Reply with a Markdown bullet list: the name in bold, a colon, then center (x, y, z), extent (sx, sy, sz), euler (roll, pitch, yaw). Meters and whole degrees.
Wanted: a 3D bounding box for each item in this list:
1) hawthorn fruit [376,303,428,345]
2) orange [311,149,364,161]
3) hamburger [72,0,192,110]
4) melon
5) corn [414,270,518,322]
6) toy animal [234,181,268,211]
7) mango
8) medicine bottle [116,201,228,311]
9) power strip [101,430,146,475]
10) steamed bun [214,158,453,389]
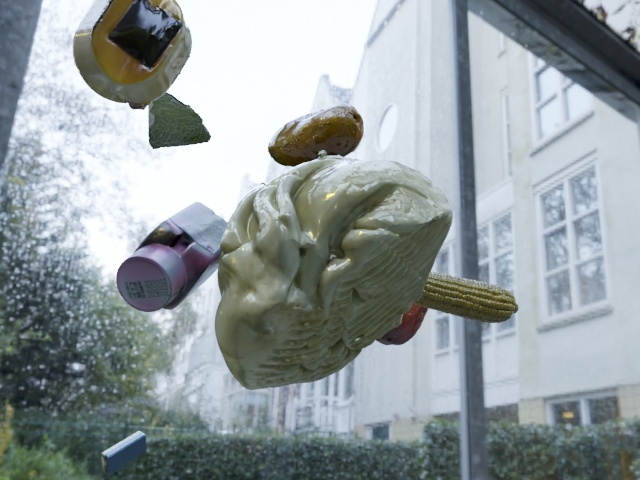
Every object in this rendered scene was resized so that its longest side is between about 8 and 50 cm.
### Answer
- **hawthorn fruit**: center (0.179, 0.164, 1.591), extent (0.179, 0.173, 0.173), euler (-22, -6, -31)
- **orange**: center (0.000, 0.000, 1.152), extent (0.249, 0.329, 0.329), euler (52, -37, -9)
- **hamburger**: center (-0.303, -0.320, 1.091), extent (0.173, 0.210, 0.116), euler (30, -21, -23)
- **melon**: center (-0.376, -0.283, 1.664), extent (0.202, 0.139, 0.093), euler (39, -8, -26)
- **corn**: center (0.274, 0.110, 1.309), extent (0.238, 0.080, 0.080), euler (13, -21, -7)
- **toy animal**: center (-0.075, -0.012, 1.697), extent (0.310, 0.251, 0.251), euler (45, -31, -7)
- **mango**: center (-0.012, -0.255, 1.657), extent (0.249, 0.151, 0.156), euler (-13, -14, 11)
- **medicine bottle**: center (-0.205, 0.028, 0.945), extent (0.094, 0.188, 0.119), euler (40, -67, 0)
- **power strip**: center (-0.491, 0.530, 1.676), extent (0.032, 0.056, 0.123), euler (18, 24, 32)
- **steamed bun**: center (-0.006, 0.016, 0.832), extent (0.276, 0.203, 0.289), euler (1, -54, -44)
